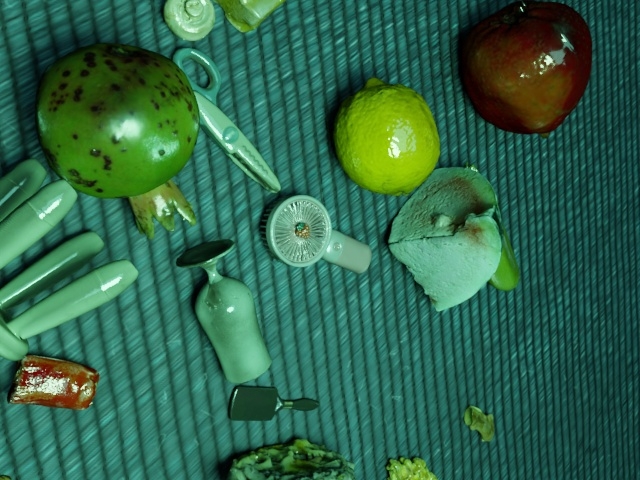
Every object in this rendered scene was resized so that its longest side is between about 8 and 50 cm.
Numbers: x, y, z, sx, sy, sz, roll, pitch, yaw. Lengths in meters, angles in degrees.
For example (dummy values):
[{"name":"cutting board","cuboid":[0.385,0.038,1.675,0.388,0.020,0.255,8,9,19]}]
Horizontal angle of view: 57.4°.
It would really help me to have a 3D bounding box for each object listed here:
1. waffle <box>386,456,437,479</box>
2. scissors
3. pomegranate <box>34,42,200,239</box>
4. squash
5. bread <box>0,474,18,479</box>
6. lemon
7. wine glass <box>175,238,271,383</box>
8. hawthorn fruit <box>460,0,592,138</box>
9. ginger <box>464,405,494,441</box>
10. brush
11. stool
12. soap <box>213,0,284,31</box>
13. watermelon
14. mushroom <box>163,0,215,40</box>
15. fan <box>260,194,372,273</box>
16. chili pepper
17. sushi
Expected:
[{"name":"waffle","cuboid":[0.192,0.572,1.284,0.160,0.046,0.192,20,84,-34]},{"name":"scissors","cuboid":[-0.165,-0.186,0.994,0.289,0.041,0.138,48,65,-25]},{"name":"pomegranate","cuboid":[-0.276,-0.129,0.825,0.230,0.230,0.286,-14,107,-30]},{"name":"squash","cuboid":[0.372,-0.020,1.322,0.094,0.094,0.341,-36,114,-24]},{"name":"bread","cuboid":[-0.459,0.436,0.817,0.143,0.139,0.229,-46,115,-12]},{"name":"lemon","cuboid":[0.121,-0.186,1.087,0.192,0.192,0.231,-27,106,-27]},{"name":"wine glass","cuboid":[-0.157,0.122,0.991,0.103,0.103,0.231,-27,110,-27]},{"name":"hawthorn fruit","cuboid":[0.444,-0.350,1.245,0.265,0.265,0.307,-52,128,-18]},{"name":"ginger","cuboid":[0.378,0.432,1.391,0.137,0.044,0.058,45,42,-33]},{"name":"brush","cuboid":[-0.083,0.310,1.105,0.193,0.016,0.063,13,88,-32]},{"name":"stool","cuboid":[-0.387,0.027,0.776,0.198,0.195,0.195,-40,128,-19]},{"name":"soap","cuboid":[-0.076,-0.526,0.994,0.315,0.091,0.199,-48,115,-20]},{"name":"watermelon","cuboid":[0.240,-0.038,1.186,0.213,0.320,0.290,-1,62,-7]},{"name":"mushroom","cuboid":[-0.209,-0.363,0.936,0.083,0.067,0.084,-4,99,-25]},{"name":"fan","cuboid":[0.000,0.000,1.096,0.244,0.074,0.130,22,82,-32]},{"name":"chili pepper","cuboid":[-0.394,0.216,0.873,0.123,0.073,0.070,19,126,-30]},{"name":"sushi","cuboid":[-0.054,0.448,1.036,0.273,0.184,0.140,-2,94,-31]}]
